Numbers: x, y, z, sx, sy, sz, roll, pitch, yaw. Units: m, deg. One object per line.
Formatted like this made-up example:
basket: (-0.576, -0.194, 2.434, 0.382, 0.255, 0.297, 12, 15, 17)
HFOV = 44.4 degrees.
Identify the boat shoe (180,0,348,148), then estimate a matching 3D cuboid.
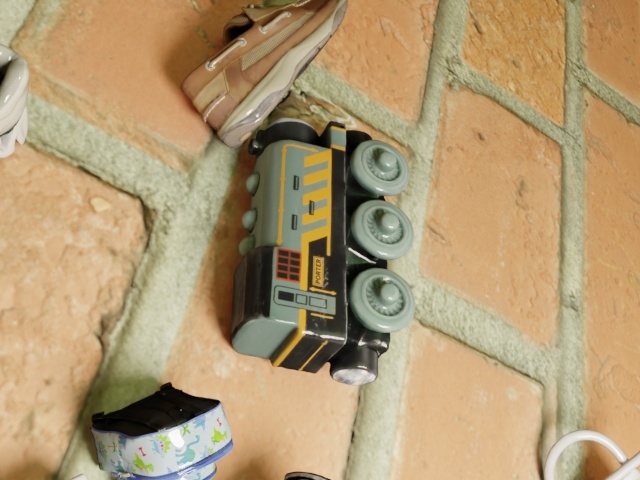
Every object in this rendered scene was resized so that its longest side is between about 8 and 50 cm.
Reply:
boat shoe: (-0.065, -0.256, 1.008, 0.116, 0.123, 0.324, 39, 48, -8)

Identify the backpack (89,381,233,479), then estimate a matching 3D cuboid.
backpack: (-0.137, 0.184, 0.710, 0.105, 0.114, 0.084, -19, 97, -42)

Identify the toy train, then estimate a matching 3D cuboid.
toy train: (0.000, 0.000, 0.903, 0.190, 0.142, 0.334, 13, 58, -18)

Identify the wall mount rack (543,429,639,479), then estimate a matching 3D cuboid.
wall mount rack: (0.375, 0.417, 0.940, 0.304, 0.130, 0.350, -36, 87, -9)

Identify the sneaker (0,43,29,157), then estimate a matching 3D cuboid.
sneaker: (-0.383, -0.094, 0.694, 0.110, 0.118, 0.292, 50, 49, -4)

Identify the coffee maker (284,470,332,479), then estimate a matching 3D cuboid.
coffee maker: (-0.034, 0.325, 0.699, 0.178, 0.120, 0.171, -29, 84, -41)

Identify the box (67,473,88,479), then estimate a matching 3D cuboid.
box: (-0.310, 0.276, 0.570, 0.324, 0.063, 0.067, -22, 77, -41)
